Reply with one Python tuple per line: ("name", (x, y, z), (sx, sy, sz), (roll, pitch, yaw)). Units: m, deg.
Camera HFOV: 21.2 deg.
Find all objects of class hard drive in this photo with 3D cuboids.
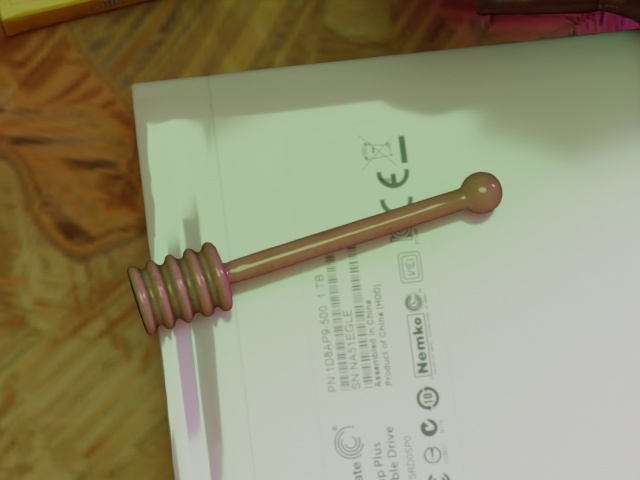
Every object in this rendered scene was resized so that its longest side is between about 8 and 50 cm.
("hard drive", (0.106, 0.027, 0.748), (0.353, 0.047, 0.233), (-7, 79, -3))

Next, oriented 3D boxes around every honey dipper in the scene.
("honey dipper", (0.000, 0.000, 0.710), (0.161, 0.030, 0.030), (-19, 81, -8))

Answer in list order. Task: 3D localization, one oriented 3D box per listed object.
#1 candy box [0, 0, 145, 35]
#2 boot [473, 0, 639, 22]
("candy box", (-0.058, -0.170, 0.786), (0.206, 0.027, 0.105), (-15, 79, -6))
("boot", (0.114, -0.100, 0.735), (0.114, 0.037, 0.106), (4, 37, 1))
